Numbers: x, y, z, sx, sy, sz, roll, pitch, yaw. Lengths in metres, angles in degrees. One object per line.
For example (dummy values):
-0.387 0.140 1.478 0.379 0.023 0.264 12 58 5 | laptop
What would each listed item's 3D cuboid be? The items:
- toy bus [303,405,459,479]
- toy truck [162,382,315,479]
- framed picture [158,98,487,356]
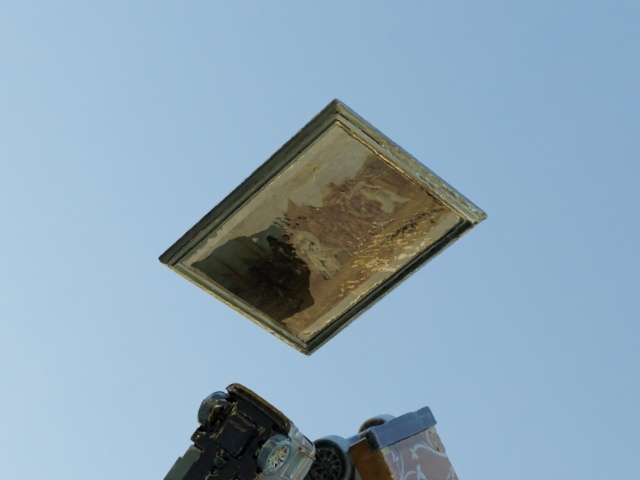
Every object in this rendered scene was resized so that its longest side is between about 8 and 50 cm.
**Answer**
0.003 0.336 1.526 0.323 0.162 0.194 -32 -102 28 | toy bus
-0.109 0.283 1.365 0.108 0.256 0.140 30 -8 33 | toy truck
0.000 0.000 1.348 0.217 0.017 0.274 34 -58 -25 | framed picture
